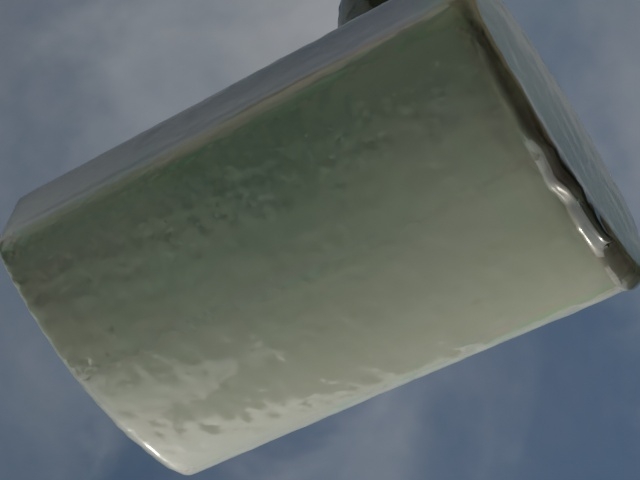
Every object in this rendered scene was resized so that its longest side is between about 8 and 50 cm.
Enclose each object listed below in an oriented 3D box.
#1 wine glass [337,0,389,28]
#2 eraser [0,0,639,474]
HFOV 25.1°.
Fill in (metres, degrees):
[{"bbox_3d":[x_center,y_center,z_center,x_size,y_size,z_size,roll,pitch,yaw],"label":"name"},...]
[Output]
[{"bbox_3d":[0.078,-0.133,1.297,0.143,0.143,0.321,4,-94,-34],"label":"wine glass"},{"bbox_3d":[0.000,0.000,0.758,0.189,0.290,0.104,54,-157,-29],"label":"eraser"}]
